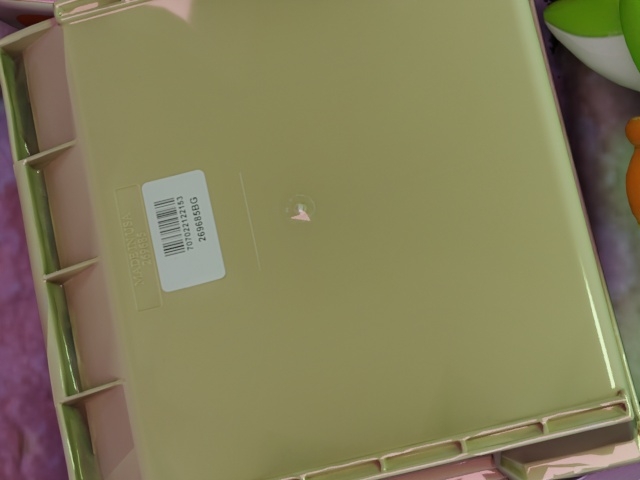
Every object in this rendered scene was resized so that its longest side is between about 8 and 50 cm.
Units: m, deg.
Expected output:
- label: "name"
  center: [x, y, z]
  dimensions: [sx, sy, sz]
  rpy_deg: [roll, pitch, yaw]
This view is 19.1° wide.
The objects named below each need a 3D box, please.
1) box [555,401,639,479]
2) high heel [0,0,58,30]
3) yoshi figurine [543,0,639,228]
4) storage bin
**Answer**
- label: "box"
  center: [0.180, 0.208, 0.953]
  dimensions: [0.183, 0.056, 0.231]
  rpy_deg: [-34, 86, 6]
- label: "high heel"
  center: [-0.171, -0.172, 0.991]
  dimensions: [0.244, 0.082, 0.117]
  rpy_deg: [8, 83, 11]
- label: "yoshi figurine"
  center: [0.219, -0.192, 0.900]
  dimensions: [0.203, 0.203, 0.362]
  rpy_deg: [-8, 86, -10]
- label: "storage bin"
  center: [0.000, 0.000, 0.914]
  dimensions: [0.260, 0.123, 0.262]
  rpy_deg: [-14, 75, 6]
